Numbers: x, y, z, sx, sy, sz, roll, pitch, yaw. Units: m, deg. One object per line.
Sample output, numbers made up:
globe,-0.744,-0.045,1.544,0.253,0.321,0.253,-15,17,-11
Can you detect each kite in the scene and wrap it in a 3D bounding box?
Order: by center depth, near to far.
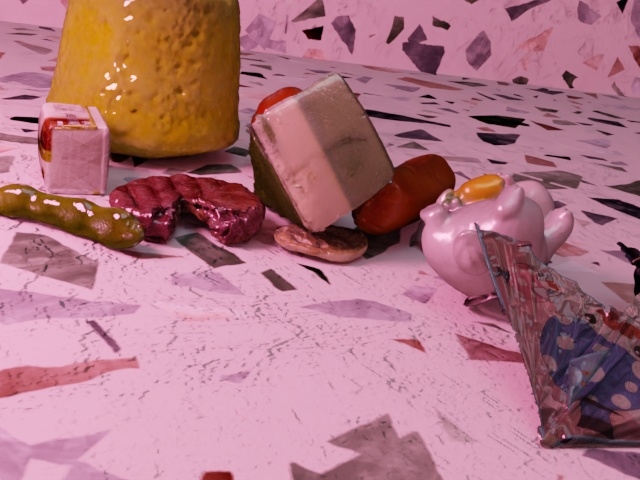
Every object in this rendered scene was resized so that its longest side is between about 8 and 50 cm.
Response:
kite,0.315,0.104,0.971,0.406,0.014,0.368,36,46,18

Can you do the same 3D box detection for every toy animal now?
toy animal,0.419,0.066,1.155,0.062,0.108,0.220,-4,19,-3
toy animal,0.223,-0.009,1.231,0.209,0.154,0.325,-15,1,-5

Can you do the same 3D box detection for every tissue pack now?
tissue pack,-0.381,-0.143,1.409,0.099,0.106,0.148,1,20,-21

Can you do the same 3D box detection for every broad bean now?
broad bean,-0.337,-0.035,1.201,0.256,0.052,0.053,13,33,18

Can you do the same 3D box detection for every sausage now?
sausage,0.138,-0.074,1.429,0.094,0.097,0.348,45,23,6

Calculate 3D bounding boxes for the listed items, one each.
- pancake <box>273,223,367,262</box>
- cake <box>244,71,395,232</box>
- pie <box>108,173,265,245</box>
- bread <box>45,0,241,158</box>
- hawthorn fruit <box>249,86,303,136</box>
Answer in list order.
pancake,0.000,0.000,1.288,0.140,0.022,0.139,8,18,-3
cake,-0.004,-0.086,1.341,0.158,0.172,0.283,-31,-12,-14
pie,-0.187,-0.045,1.297,0.219,0.054,0.204,4,19,-6
bread,-0.311,-0.316,1.632,0.348,0.307,0.348,4,17,-1
hawthorn fruit,-0.054,-0.178,1.596,0.157,0.157,0.194,10,29,5
